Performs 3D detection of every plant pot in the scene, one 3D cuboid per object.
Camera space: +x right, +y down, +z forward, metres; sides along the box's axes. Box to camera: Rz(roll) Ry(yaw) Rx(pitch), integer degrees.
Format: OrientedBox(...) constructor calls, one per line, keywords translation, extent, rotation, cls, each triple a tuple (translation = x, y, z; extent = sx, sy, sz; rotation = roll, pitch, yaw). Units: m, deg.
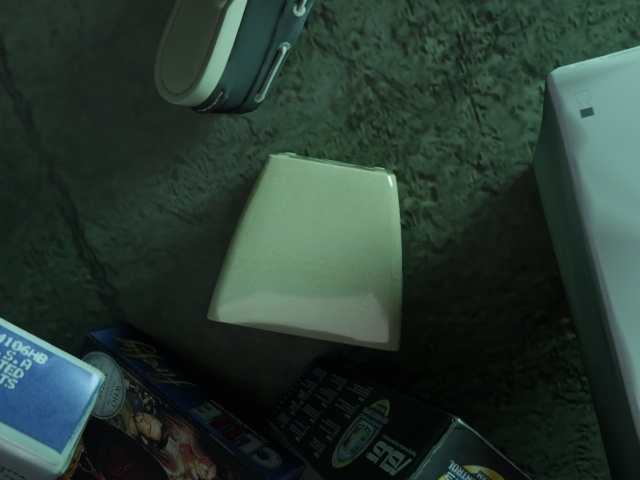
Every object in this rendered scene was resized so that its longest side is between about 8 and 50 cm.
OrientedBox(translation=(0.000, 0.000, 0.583), extent=(0.109, 0.109, 0.096), rotation=(9, 97, 2), cls="plant pot")

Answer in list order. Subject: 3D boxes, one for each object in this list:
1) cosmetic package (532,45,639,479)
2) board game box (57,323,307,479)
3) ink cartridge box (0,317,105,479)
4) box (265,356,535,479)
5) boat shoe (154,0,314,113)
OrientedBox(translation=(0.197, 0.033, 0.475), extent=(0.138, 0.224, 0.224), rotation=(-14, 83, 8), cls="cosmetic package")
OrientedBox(translation=(-0.126, 0.202, 0.654), extent=(0.165, 0.042, 0.243), rotation=(33, 111, 24), cls="board game box")
OrientedBox(translation=(-0.318, 0.071, 0.582), extent=(0.324, 0.071, 0.330), rotation=(30, 148, -13), cls="ink cartridge box")
OrientedBox(translation=(0.088, 0.165, 0.544), extent=(0.216, 0.270, 0.060), rotation=(40, 80, -10), cls="box")
OrientedBox(translation=(-0.024, -0.165, 0.560), extent=(0.065, 0.075, 0.206), rotation=(15, 110, -46), cls="boat shoe")
